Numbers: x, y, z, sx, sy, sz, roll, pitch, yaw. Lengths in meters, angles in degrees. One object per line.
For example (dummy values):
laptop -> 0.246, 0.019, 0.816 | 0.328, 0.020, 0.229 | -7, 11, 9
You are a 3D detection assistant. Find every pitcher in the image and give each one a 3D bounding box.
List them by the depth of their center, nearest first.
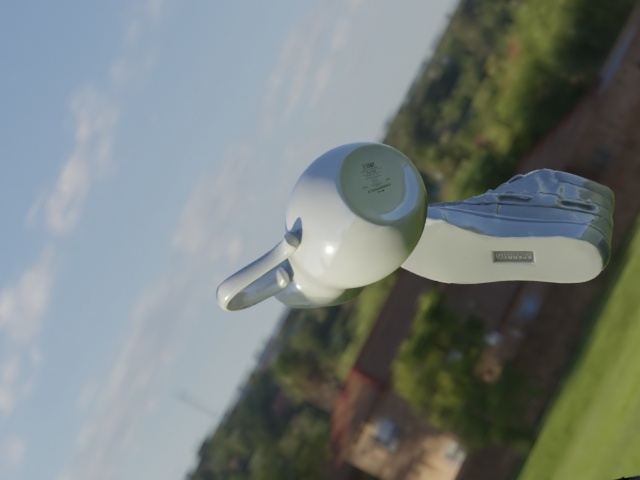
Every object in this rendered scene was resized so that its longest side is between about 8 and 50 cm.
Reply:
pitcher -> 0.000, 0.000, 1.775 | 0.177, 0.125, 0.207 | -23, -15, -28

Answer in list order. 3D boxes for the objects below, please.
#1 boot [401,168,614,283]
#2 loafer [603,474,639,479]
boot -> 0.200, -0.021, 2.121 | 0.123, 0.258, 0.095 | -69, -19, -48
loafer -> 0.221, 0.198, 1.412 | 0.170, 0.061, 0.062 | -23, 35, 54
